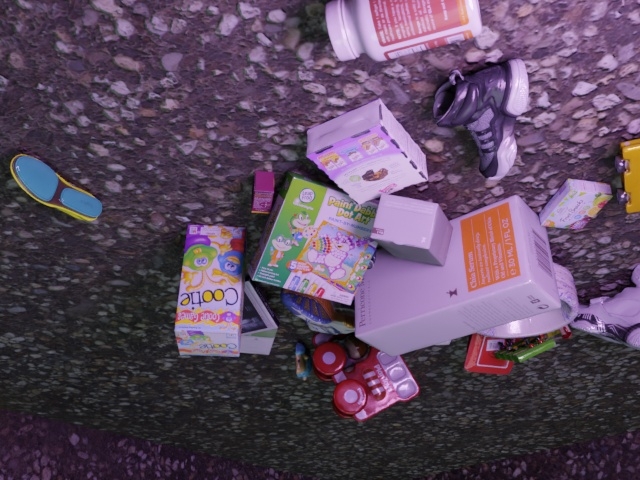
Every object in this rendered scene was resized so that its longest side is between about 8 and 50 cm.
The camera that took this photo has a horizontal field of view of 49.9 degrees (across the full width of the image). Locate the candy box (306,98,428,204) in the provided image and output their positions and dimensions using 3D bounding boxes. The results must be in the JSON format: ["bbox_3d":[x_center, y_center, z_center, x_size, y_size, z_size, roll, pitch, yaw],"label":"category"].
[{"bbox_3d":[0.094,-0.167,1.350,0.165,0.070,0.196,-19,143,28],"label":"candy box"}]

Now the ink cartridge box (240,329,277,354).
[{"bbox_3d":[-0.192,0.272,2.068,0.109,0.062,0.209,7,147,-9],"label":"ink cartridge box"}]

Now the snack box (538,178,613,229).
[{"bbox_3d":[0.561,-0.078,1.519,0.100,0.037,0.141,7,148,-8],"label":"snack box"}]

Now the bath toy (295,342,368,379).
[{"bbox_3d":[0.098,0.383,2.199,0.348,0.129,0.151,-1,-168,6],"label":"bath toy"}]

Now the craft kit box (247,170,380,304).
[{"bbox_3d":[0.000,0.000,1.508,0.250,0.061,0.246,16,104,-24],"label":"craft kit box"}]

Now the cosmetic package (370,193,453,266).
[{"bbox_3d":[0.200,-0.017,1.464,0.127,0.107,0.238,12,170,18],"label":"cosmetic package"}]

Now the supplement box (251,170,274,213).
[{"bbox_3d":[-0.124,-0.103,1.471,0.043,0.055,0.083,4,149,-8],"label":"supplement box"}]

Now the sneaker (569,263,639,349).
[{"bbox_3d":[0.816,0.171,1.835,0.137,0.210,0.366,22,176,-30],"label":"sneaker"}]

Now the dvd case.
[{"bbox_3d":[-0.256,0.195,1.915,0.239,0.029,0.179,-15,121,23],"label":"dvd case"}]

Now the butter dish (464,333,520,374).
[{"bbox_3d":[0.506,0.311,2.083,0.160,0.118,0.159,7,107,-14],"label":"butter dish"}]

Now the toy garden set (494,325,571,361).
[{"bbox_3d":[0.600,0.271,1.916,0.204,0.049,0.244,-24,173,-3],"label":"toy garden set"}]

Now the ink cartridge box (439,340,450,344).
[{"bbox_3d":[0.239,0.196,1.849,0.218,0.158,0.092,-1,148,1],"label":"ink cartridge box"}]

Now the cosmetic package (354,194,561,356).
[{"bbox_3d":[0.304,0.095,1.623,0.453,0.230,0.161,-24,140,32],"label":"cosmetic package"}]

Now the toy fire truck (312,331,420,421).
[{"bbox_3d":[0.122,0.377,2.047,0.254,0.302,0.169,-26,162,-9],"label":"toy fire truck"}]

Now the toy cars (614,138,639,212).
[{"bbox_3d":[0.727,-0.109,1.393,0.394,0.087,0.176,22,137,-19],"label":"toy cars"}]

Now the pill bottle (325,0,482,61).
[{"bbox_3d":[0.123,-0.339,1.024,0.216,0.121,0.121,-10,147,17],"label":"pill bottle"}]

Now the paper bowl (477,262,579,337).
[{"bbox_3d":[0.499,0.132,1.754,0.284,0.148,0.284,0,148,0],"label":"paper bowl"}]

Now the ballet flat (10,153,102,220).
[{"bbox_3d":[-0.574,-0.104,1.464,0.077,0.077,0.231,-2,154,36],"label":"ballet flat"}]

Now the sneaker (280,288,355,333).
[{"bbox_3d":[-0.014,0.207,1.917,0.296,0.111,0.131,28,139,-36],"label":"sneaker"}]

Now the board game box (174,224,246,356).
[{"bbox_3d":[-0.252,0.117,1.617,0.144,0.275,0.142,2,148,-4],"label":"board game box"}]

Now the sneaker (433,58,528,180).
[{"bbox_3d":[0.280,-0.213,1.251,0.153,0.101,0.268,-1,142,3],"label":"sneaker"}]

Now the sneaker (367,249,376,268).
[{"bbox_3d":[0.043,0.007,1.604,0.164,0.086,0.226,0,157,18],"label":"sneaker"}]
